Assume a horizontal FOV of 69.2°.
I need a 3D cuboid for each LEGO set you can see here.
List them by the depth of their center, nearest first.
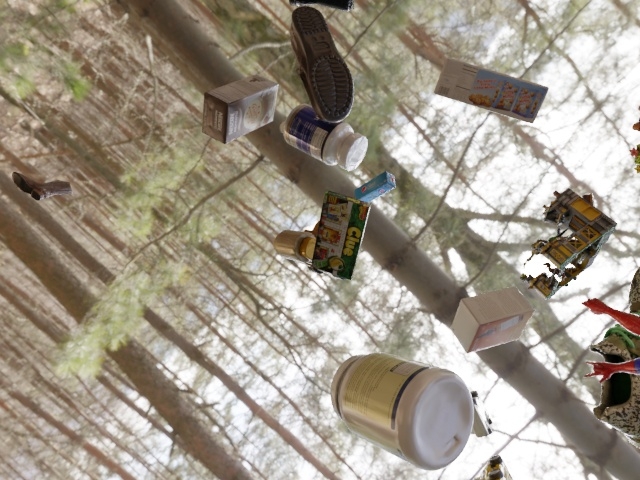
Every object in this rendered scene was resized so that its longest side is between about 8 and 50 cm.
[{"bbox_3d":[0.688,0.005,1.372,0.255,0.192,0.331,-39,148,1],"label":"LEGO set"}]

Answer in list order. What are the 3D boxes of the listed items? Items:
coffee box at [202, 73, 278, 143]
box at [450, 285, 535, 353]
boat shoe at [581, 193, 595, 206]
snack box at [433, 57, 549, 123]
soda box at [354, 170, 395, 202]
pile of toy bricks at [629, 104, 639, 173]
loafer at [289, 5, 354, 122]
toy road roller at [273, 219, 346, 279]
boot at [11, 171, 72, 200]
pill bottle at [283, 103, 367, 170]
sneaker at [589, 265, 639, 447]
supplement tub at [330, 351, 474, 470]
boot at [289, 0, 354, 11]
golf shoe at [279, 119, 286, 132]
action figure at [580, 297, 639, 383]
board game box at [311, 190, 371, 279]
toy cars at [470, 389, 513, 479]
[{"bbox_3d":[-0.253,-0.422,1.478,0.246,0.098,0.141,-42,156,-43],"label":"coffee box"},{"bbox_3d":[0.454,0.211,1.237,0.171,0.091,0.130,-12,135,-15],"label":"box"},{"bbox_3d":[0.881,-0.071,1.549,0.073,0.206,0.073,0,-135,34],"label":"boat shoe"},{"bbox_3d":[0.293,-0.260,0.805,0.022,0.179,0.064,-47,156,-67],"label":"snack box"},{"bbox_3d":[0.267,-0.256,2.291,0.210,0.067,0.071,-28,-129,38],"label":"soda box"},{"bbox_3d":[0.668,-0.184,0.928,0.105,0.212,0.118,-24,-149,-10],"label":"pile of toy bricks"},{"bbox_3d":[-0.001,-0.509,1.388,0.134,0.365,0.130,-11,169,-18],"label":"loafer"},{"bbox_3d":[0.000,0.000,1.866,0.203,0.330,0.240,9,-105,48],"label":"toy road roller"},{"bbox_3d":[-0.726,-0.150,1.218,0.037,0.106,0.114,-48,179,26],"label":"boot"},{"bbox_3d":[0.017,-0.347,1.577,0.153,0.265,0.153,-45,154,-29],"label":"pill bottle"},{"bbox_3d":[0.665,0.220,0.971,0.158,0.182,0.409,133,-23,-66],"label":"sneaker"},{"bbox_3d":[0.196,0.419,1.196,0.235,0.235,0.325,-46,-159,-25],"label":"supplement tub"},{"bbox_3d":[0.015,-0.825,1.389,0.094,0.208,0.246,-62,158,-65],"label":"boot"},{"bbox_3d":[-0.079,-0.460,1.819,0.177,0.069,0.086,-7,178,6],"label":"golf shoe"},{"bbox_3d":[0.369,0.066,0.545,0.139,0.092,0.280,-12,-128,48],"label":"action figure"},{"bbox_3d":[0.056,-0.011,1.366,0.030,0.136,0.259,-59,162,-56],"label":"board game box"},{"bbox_3d":[0.428,0.554,1.233,0.087,0.176,0.393,-28,-153,16],"label":"toy cars"}]
